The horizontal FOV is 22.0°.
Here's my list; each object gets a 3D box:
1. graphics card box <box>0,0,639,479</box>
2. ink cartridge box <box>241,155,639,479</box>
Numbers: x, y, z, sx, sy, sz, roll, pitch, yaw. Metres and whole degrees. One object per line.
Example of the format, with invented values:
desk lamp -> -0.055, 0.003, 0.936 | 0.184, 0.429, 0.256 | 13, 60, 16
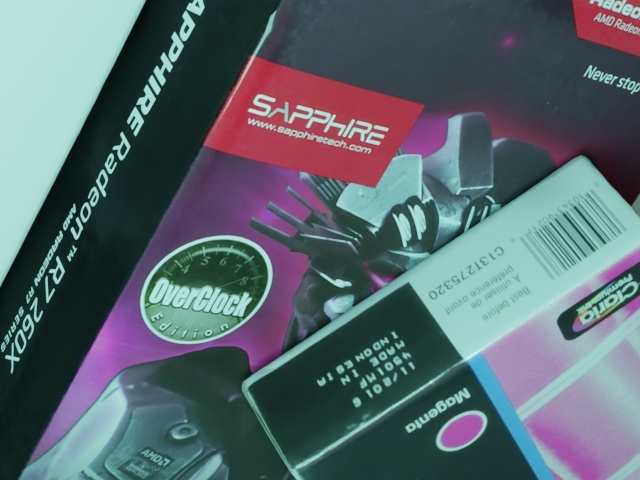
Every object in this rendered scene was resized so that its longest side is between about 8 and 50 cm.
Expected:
graphics card box -> 0.000, 0.000, 0.727 | 0.232, 0.094, 0.371 | 11, 123, -38
ink cartridge box -> 0.115, 0.127, 0.803 | 0.175, 0.069, 0.371 | -34, 140, 0
